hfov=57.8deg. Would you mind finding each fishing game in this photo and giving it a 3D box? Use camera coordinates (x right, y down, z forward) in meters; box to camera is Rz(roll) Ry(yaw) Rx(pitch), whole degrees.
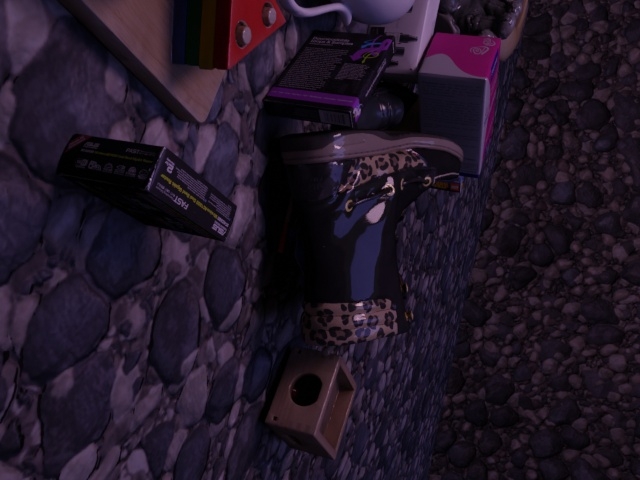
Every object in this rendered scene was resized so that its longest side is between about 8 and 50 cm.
[{"bbox_3d":[0.000,0.000,0.898,0.264,0.041,0.189,45,52,-56],"label":"fishing game"}]

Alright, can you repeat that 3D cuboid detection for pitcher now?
[{"bbox_3d":[0.033,-0.336,0.726,0.207,0.125,0.177,18,99,-56],"label":"pitcher"}]

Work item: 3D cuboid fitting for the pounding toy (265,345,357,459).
[{"bbox_3d":[-0.009,0.207,0.908,0.181,0.094,0.206,66,38,-51],"label":"pounding toy"}]

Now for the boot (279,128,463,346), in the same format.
[{"bbox_3d":[0.092,-0.015,0.857,0.377,0.138,0.284,-8,97,-52],"label":"boot"}]

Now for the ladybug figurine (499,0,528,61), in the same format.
[{"bbox_3d":[0.379,-0.604,1.312,0.305,0.162,0.449,-65,153,-28],"label":"ladybug figurine"}]

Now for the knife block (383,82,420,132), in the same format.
[{"bbox_3d":[0.152,-0.217,1.077,0.276,0.088,0.242,-29,126,-60],"label":"knife block"}]

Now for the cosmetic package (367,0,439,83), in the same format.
[{"bbox_3d":[0.140,-0.386,0.954,0.060,0.099,0.239,7,94,-68],"label":"cosmetic package"}]

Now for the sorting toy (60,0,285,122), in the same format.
[{"bbox_3d":[-0.098,-0.267,0.477,0.257,0.089,0.255,47,58,-63],"label":"sorting toy"}]

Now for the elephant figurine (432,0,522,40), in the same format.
[{"bbox_3d":[0.264,-0.468,1.163,0.186,0.239,0.169,-61,-177,29],"label":"elephant figurine"}]

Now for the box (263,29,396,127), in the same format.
[{"bbox_3d":[0.016,-0.209,0.732,0.029,0.116,0.162,75,35,-50],"label":"box"}]

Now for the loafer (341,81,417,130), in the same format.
[{"bbox_3d":[0.099,-0.221,0.963,0.223,0.078,0.076,-43,138,-53],"label":"loafer"}]

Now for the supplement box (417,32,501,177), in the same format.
[{"bbox_3d":[0.235,-0.227,0.993,0.220,0.114,0.111,73,36,-52],"label":"supplement box"}]

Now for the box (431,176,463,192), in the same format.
[{"bbox_3d":[0.236,-0.157,1.233,0.027,0.137,0.094,-53,147,-44],"label":"box"}]

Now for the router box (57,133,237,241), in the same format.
[{"bbox_3d":[-0.140,-0.042,0.487,0.122,0.092,0.038,44,61,-64],"label":"router box"}]
